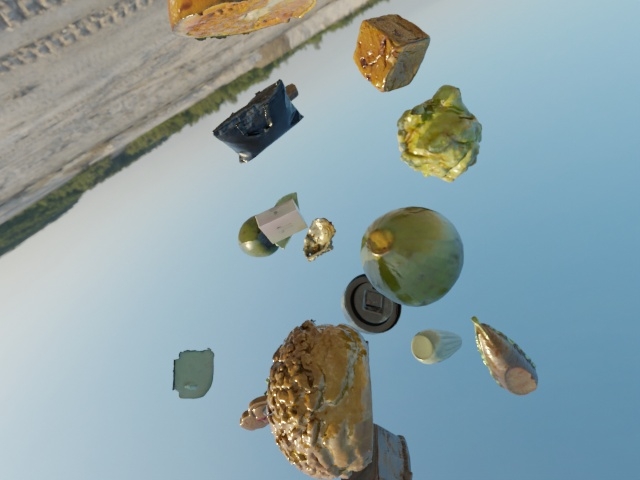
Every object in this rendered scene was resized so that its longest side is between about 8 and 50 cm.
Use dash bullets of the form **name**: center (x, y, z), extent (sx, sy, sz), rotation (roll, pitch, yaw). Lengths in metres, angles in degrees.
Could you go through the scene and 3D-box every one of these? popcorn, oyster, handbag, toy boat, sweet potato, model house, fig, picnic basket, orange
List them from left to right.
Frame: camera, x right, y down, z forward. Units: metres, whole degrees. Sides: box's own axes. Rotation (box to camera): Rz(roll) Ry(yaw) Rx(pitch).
- **model house**: center (-0.390, 0.401, 1.414), extent (0.119, 0.148, 0.149), rotation (1, 173, -15)
- **orange**: center (-0.167, -0.496, 0.946), extent (0.274, 0.274, 0.310), rotation (-5, -131, 49)
- **fig**: center (-0.294, -0.020, 2.119), extent (0.225, 0.203, 0.203), rotation (-13, -152, 39)
- **handbag**: center (-0.181, -0.350, 1.373), extent (0.254, 0.088, 0.211), rotation (-35, 158, 3)
- **sweet potato**: center (-0.197, -0.427, 1.518), extent (0.281, 0.067, 0.059), rotation (-33, -148, -12)
- **oyster**: center (-0.005, 0.005, 1.567), extent (0.105, 0.177, 0.056), rotation (33, -155, 23)
- **picnic basket**: center (0.160, 0.705, 1.406), extent (0.222, 0.129, 0.297), rotation (-38, -166, 18)
- **fig**: center (0.197, 0.034, 1.065), extent (0.239, 0.271, 0.239), rotation (-13, -109, 42)
- **popcorn**: center (0.406, -0.341, 1.569), extent (0.274, 0.279, 0.335), rotation (-39, 175, 11)
- **toy boat**: center (0.467, 0.305, 1.158), extent (0.108, 0.293, 0.099), rotation (-37, -151, 12)

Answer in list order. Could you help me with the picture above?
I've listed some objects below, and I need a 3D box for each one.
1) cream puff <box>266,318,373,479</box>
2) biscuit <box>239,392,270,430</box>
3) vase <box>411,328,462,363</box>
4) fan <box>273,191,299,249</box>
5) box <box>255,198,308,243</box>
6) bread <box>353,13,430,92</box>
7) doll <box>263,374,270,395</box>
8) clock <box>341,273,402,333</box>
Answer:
- **cream puff**: center (-0.002, 0.346, 1.014), extent (0.231, 0.343, 0.327), rotation (-3, -122, 2)
- **biscuit**: center (-0.171, 0.617, 1.695), extent (0.295, 0.186, 0.044), rotation (-41, -144, 15)
- **vase**: center (0.447, 0.391, 1.723), extent (0.128, 0.128, 0.248), rotation (-10, 169, 43)
- **fan**: center (-0.140, -0.081, 1.779), extent (0.131, 0.009, 0.240), rotation (6, -106, 13)
- **box**: center (-0.122, -0.060, 1.468), extent (0.129, 0.130, 0.051), rotation (-25, -118, 3)
- **bread**: center (0.189, -0.502, 1.226), extent (0.158, 0.149, 0.143), rotation (-20, 149, -32)
- **doll**: center (-0.176, 0.599, 1.914), extent (0.134, 0.106, 0.186), rotation (-23, -176, -11)
- **clock**: center (0.225, 0.282, 2.044), extent (0.280, 0.280, 0.055), rotation (-46, 177, -31)
